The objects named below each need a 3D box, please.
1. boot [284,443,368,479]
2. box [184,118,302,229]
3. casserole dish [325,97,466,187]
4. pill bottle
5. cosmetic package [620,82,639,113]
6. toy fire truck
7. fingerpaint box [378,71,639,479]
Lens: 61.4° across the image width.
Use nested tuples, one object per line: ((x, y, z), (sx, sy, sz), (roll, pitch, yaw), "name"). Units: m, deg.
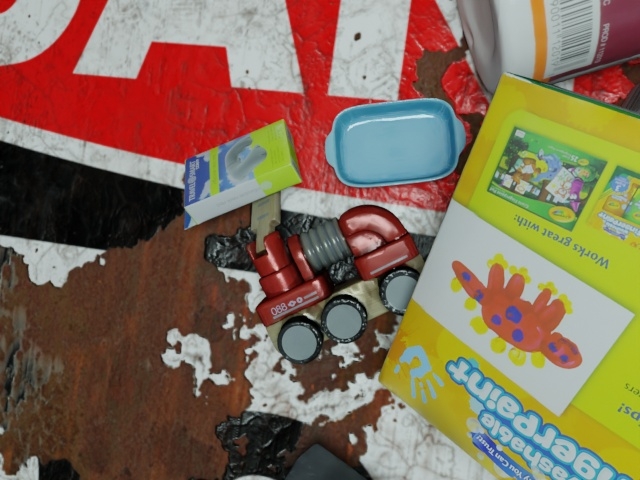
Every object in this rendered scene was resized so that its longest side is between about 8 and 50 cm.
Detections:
((0.051, 0.452, 0.512), (0.445, 0.367, 0.146), (25, 135, 36), "boot")
((-0.119, -0.093, 0.749), (0.178, 0.042, 0.109), (-21, 46, 9), "box")
((0.102, -0.131, 0.743), (0.189, 0.037, 0.114), (-5, 87, 9), "casserole dish")
((0.369, -0.326, 0.611), (0.392, 0.224, 0.224), (-16, 85, 8), "pill bottle")
((0.438, -0.096, 0.625), (0.184, 0.151, 0.151), (30, 93, 11), "cosmetic package")
((0.000, 0.000, 0.713), (0.217, 0.158, 0.246), (-27, 94, 8), "toy fire truck")
((0.316, 0.100, 0.492), (0.445, 0.163, 0.371), (34, 118, 35), "fingerpaint box")
